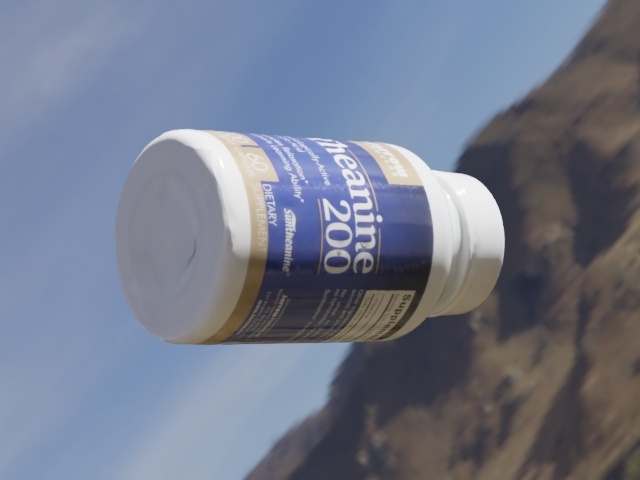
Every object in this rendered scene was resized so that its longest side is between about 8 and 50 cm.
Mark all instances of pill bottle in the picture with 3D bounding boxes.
[{"bbox_3d":[0.000,0.000,0.556,0.120,0.067,0.067,1,-42,-38],"label":"pill bottle"}]
